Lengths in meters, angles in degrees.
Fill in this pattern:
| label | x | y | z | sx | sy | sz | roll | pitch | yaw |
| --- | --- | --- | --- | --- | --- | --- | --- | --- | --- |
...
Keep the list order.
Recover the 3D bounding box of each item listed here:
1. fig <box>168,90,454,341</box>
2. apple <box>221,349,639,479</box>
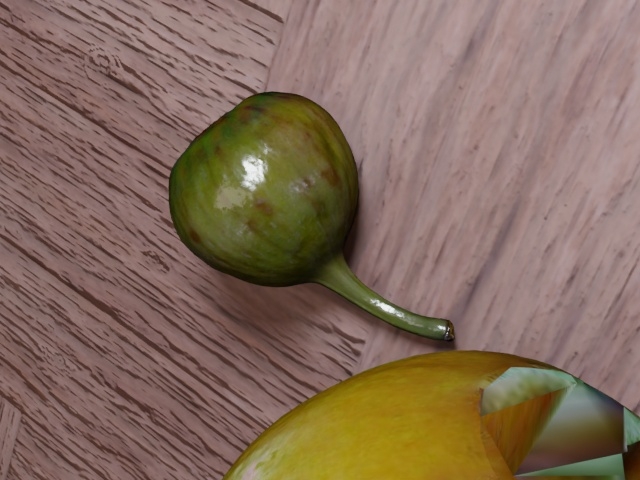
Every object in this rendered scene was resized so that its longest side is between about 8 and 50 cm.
| label | x | y | z | sx | sy | sz | roll | pitch | yaw |
| --- | --- | --- | --- | --- | --- | --- | --- | --- | --- |
| fig | 0.000 | 0.000 | 0.854 | 0.245 | 0.149 | 0.149 | 44 | 124 | -4 |
| apple | 0.101 | 0.252 | 0.714 | 0.384 | 0.374 | 0.374 | 32 | 122 | -9 |
